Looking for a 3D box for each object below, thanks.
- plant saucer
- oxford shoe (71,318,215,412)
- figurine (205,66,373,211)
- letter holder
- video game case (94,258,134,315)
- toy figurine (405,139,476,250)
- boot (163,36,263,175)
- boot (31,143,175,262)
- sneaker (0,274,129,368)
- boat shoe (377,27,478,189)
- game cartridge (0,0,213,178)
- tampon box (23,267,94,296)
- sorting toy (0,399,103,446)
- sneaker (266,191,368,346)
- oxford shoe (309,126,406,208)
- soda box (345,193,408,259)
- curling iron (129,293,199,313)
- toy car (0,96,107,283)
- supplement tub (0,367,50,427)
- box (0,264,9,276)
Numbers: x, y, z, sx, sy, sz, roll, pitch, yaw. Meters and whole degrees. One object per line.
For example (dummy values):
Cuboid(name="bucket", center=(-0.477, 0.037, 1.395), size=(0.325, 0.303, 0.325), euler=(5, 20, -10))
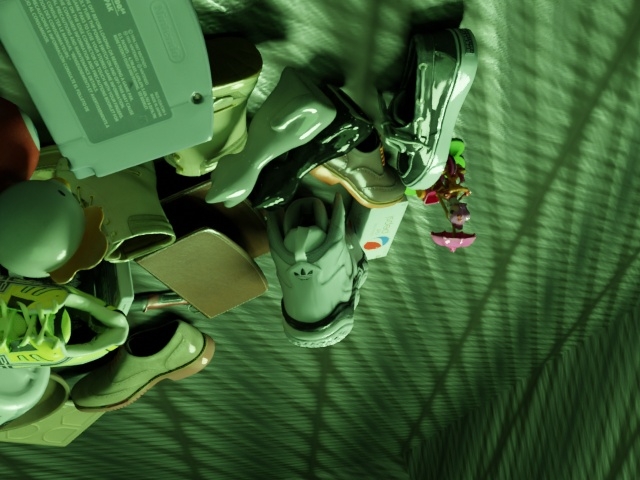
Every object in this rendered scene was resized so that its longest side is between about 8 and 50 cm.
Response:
Cuboid(name="plant saucer", center=(-0.671, 0.330, 1.853), size=(0.277, 0.041, 0.278), euler=(-15, 149, -9))
Cuboid(name="oxford shoe", center=(-0.401, 0.254, 1.866), size=(0.348, 0.123, 0.130), euler=(-27, 132, 13))
Cuboid(name="figurine", center=(-0.051, -0.120, 1.211), size=(0.209, 0.092, 0.215), euler=(-47, 162, 16))
Cuboid(name="letter holder", center=(-0.154, -0.022, 1.389), size=(0.214, 0.152, 0.302), euler=(-23, 155, 5))
Cuboid(name="video game case", center=(-0.322, 0.042, 1.347), size=(0.022, 0.190, 0.173), euler=(-2, 151, -25))
Cuboid(name="toy figurine", center=(0.231, -0.066, 1.561), size=(0.130, 0.159, 0.173), euler=(-9, 153, -21))
Cuboid(name="boot", center=(-0.209, -0.156, 1.136), size=(0.262, 0.095, 0.203), euler=(-17, 156, -18))
Cuboid(name="boot", center=(-0.315, -0.047, 1.194), size=(0.213, 0.165, 0.077), euler=(-9, 153, -24))
Cuboid(name="sneaker", center=(-0.412, 0.096, 1.136), size=(0.147, 0.145, 0.384), euler=(-7, 174, 31))
Cuboid(name="boat shoe", center=(0.142, -0.184, 1.310), size=(0.104, 0.113, 0.306), euler=(-5, 150, -14))
Cuboid(name="game cartridge", center=(-0.225, -0.211, 0.932), size=(0.196, 0.060, 0.294), euler=(-16, 131, 1))
Cuboid(name="tampon box", center=(-0.403, 0.028, 1.343), size=(0.101, 0.120, 0.161), euler=(-9, 154, -19))
Cuboid(name="sorting toy", center=(-0.677, 0.414, 2.064), size=(0.229, 0.041, 0.307), euler=(-36, 144, 28))
Cuboid(name="sneaker", center=(0.000, 0.000, 1.470), size=(0.137, 0.366, 0.210), euler=(-4, 117, 8))
Cuboid(name="oxford shoe", center=(0.075, -0.124, 1.409), size=(0.098, 0.097, 0.271), euler=(-38, 150, 24))
Cuboid(name="soda box", center=(0.098, -0.040, 1.629), size=(0.073, 0.069, 0.216), euler=(-12, 154, -14))
Cuboid(name="curling iron", center=(-0.334, 0.127, 1.704), size=(0.274, 0.035, 0.068), euler=(-4, 151, -31))
Cuboid(name="toy car", center=(-0.347, -0.045, 1.029), size=(0.238, 0.210, 0.219), euler=(23, 162, 3))
Cuboid(name="supplement tub", center=(-0.658, 0.273, 1.567), size=(0.338, 0.207, 0.207), euler=(-34, 152, 28))
Cuboid(name="box", center=(-0.579, 0.084, 1.276), size=(0.203, 0.167, 0.168), euler=(-22, 156, 7))
